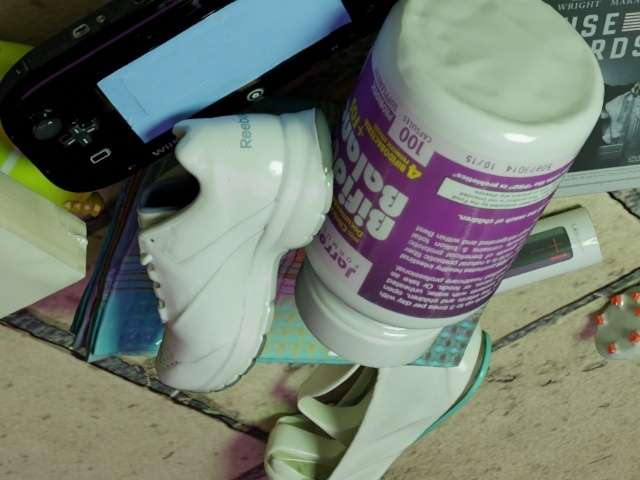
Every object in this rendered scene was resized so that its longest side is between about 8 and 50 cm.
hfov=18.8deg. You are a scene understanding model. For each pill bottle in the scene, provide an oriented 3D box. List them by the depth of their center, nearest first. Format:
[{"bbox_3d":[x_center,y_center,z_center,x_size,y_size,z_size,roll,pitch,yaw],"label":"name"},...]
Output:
[{"bbox_3d":[0.081,-0.039,1.461,0.169,0.169,0.301,0,140,-23],"label":"pill bottle"}]

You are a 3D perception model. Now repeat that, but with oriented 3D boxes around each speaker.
[{"bbox_3d":[0.185,0.013,1.756,0.136,0.055,0.055,-16,147,3],"label":"speaker"}]

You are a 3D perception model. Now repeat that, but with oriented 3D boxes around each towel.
[{"bbox_3d":[0.000,0.000,1.615,0.370,0.040,0.271,4,127,-26],"label":"towel"}]

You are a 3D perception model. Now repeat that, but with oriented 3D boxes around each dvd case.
[{"bbox_3d":[0.199,-0.127,1.534,0.179,0.029,0.238,-7,136,-13],"label":"dvd case"}]

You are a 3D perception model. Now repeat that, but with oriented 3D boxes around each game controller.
[{"bbox_3d":[-0.071,-0.142,1.361,0.319,0.067,0.166,-30,144,2],"label":"game controller"}]

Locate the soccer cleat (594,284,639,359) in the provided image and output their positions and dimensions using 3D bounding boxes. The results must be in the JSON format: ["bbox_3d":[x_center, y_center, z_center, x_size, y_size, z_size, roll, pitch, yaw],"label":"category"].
[{"bbox_3d":[0.347,0.057,1.882,0.076,0.068,0.196,11,137,-39],"label":"soccer cleat"}]

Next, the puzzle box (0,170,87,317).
[{"bbox_3d":[-0.413,0.024,1.456,0.409,0.052,0.272,-24,141,29],"label":"puzzle box"}]

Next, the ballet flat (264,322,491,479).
[{"bbox_3d":[0.021,0.190,1.915,0.139,0.139,0.400,6,138,-30],"label":"ballet flat"}]

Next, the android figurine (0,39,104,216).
[{"bbox_3d":[-0.274,-0.067,1.450,0.273,0.056,0.248,11,139,-32],"label":"android figurine"}]

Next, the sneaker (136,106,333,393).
[{"bbox_3d":[-0.087,0.004,1.479,0.129,0.111,0.297,7,133,-17],"label":"sneaker"}]
